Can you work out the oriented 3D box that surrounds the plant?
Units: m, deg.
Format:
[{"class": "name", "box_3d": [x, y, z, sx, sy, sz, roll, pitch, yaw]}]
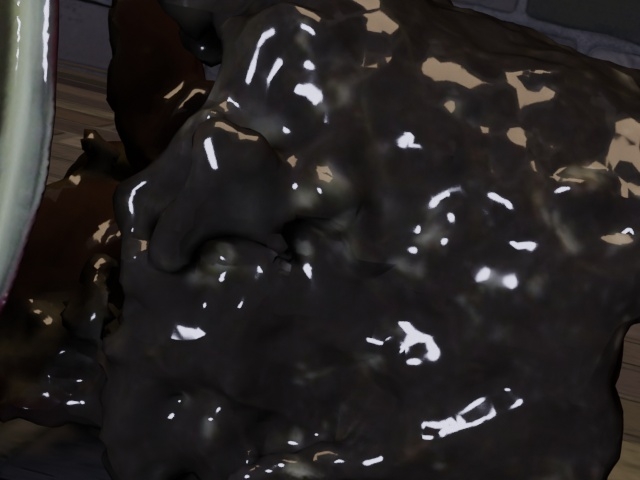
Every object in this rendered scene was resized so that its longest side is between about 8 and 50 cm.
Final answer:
[{"class": "plant", "box_3d": [0.000, 0.000, 0.543, 0.234, 0.178, 0.204, 20, 9, 7]}]

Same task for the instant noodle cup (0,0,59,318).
[{"class": "instant noodle cup", "box_3d": [-0.197, -0.061, 0.472, 0.178, 0.235, 0.234, 4, 12, -33]}]
